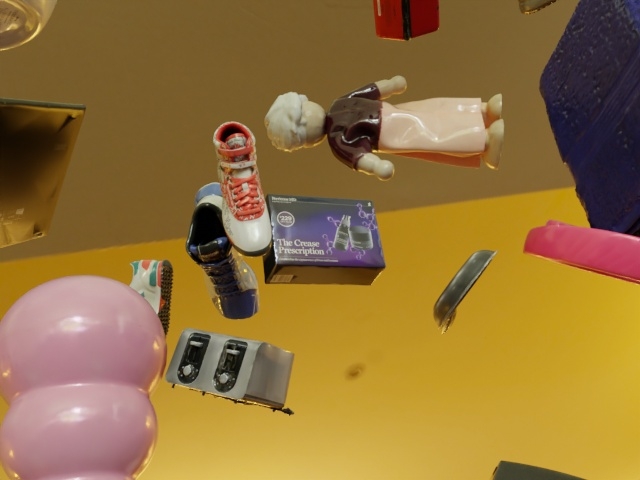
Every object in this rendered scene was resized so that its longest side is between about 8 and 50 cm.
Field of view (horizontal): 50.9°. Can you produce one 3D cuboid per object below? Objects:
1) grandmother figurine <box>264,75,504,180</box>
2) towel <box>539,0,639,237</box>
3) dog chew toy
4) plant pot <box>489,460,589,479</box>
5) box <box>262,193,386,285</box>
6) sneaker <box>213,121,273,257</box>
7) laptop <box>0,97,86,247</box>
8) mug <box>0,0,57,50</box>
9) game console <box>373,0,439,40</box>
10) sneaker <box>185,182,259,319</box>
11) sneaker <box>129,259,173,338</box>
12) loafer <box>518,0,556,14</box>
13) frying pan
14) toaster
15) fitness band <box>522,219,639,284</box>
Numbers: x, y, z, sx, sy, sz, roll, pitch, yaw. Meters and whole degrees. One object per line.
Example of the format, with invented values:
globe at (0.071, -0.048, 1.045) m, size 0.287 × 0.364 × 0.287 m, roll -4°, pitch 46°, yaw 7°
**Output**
grandmother figurine at (0.086, -0.161, 0.981) m, size 0.342 × 0.208 × 0.104 m, roll 5°, pitch -50°, yaw 7°
towel at (0.358, -0.155, 0.776) m, size 0.076 × 0.308 × 0.227 m, roll 3°, pitch -37°, yaw -10°
dog chew toy at (-0.285, 0.212, 0.799) m, size 0.207 × 0.332 × 0.206 m, roll -7°, pitch -28°, yaw -4°
plant pot at (0.258, 0.383, 0.817) m, size 0.188 × 0.167 × 0.187 m, roll -25°, pitch -41°, yaw -61°
box at (0.000, 0.000, 1.543) m, size 0.261 × 0.184 × 0.103 m, roll 2°, pitch -32°, yaw -20°
sneaker at (-0.155, -0.107, 1.301) m, size 0.090 × 0.270 × 0.145 m, roll -10°, pitch -37°, yaw -8°
laptop at (-0.630, -0.076, 1.092) m, size 0.236 × 0.382 × 0.408 m, roll 23°, pitch -78°, yaw 4°
mug at (-0.519, -0.428, 0.929) m, size 0.374 × 0.328 × 0.276 m, roll -18°, pitch -11°, yaw 34°
game console at (0.190, -0.529, 1.500) m, size 0.085 × 0.124 × 0.144 m, roll -43°, pitch -43°, yaw -38°
sneaker at (-0.231, 0.042, 1.492) m, size 0.127 × 0.182 × 0.315 m, roll -10°, pitch -75°, yaw 6°
sneaker at (-0.291, 0.108, 1.105) m, size 0.075 × 0.161 × 0.057 m, roll 6°, pitch -3°, yaw 12°
loafer at (0.240, -0.260, 0.604) m, size 0.148 × 0.056 × 0.050 m, roll -27°, pitch -75°, yaw 29°
frying pan at (0.298, 0.103, 1.412) m, size 0.197 × 0.053 × 0.326 m, roll -53°, pitch -13°, yaw -1°
toaster at (-0.148, 0.230, 1.187) m, size 0.186 × 0.168 × 0.110 m, roll 38°, pitch -117°, yaw -58°
fitness band at (0.376, 0.029, 0.778) m, size 0.291 × 0.209 × 0.054 m, roll 13°, pitch -85°, yaw -17°
